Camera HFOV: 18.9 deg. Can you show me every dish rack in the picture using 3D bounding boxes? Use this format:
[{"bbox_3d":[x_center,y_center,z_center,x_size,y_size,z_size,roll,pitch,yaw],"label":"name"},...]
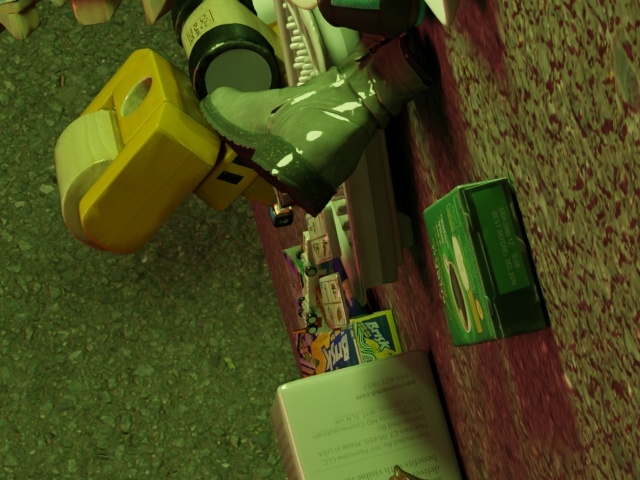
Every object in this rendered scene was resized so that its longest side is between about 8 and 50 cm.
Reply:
[{"bbox_3d":[0.019,-0.135,1.826,0.285,0.072,0.333,-112,9,-49],"label":"dish rack"}]

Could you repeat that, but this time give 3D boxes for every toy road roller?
[{"bbox_3d":[-0.114,-0.106,2.118,0.240,0.329,0.202,38,-165,-27],"label":"toy road roller"}]

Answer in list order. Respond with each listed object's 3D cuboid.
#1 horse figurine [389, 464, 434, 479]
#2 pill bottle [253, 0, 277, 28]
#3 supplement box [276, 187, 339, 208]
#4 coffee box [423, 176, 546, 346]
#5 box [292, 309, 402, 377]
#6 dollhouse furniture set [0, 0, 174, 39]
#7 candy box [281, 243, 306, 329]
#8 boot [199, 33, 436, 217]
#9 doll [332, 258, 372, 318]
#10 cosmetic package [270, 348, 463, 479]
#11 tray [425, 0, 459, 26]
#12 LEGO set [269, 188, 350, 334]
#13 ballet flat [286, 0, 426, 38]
[{"bbox_3d":[0.115,0.335,1.752,0.066,0.174,0.263,88,-179,-81],"label":"horse figurine"},{"bbox_3d":[-0.088,-0.236,2.305,0.136,0.136,0.245,-116,13,-65],"label":"pill bottle"},{"bbox_3d":[-0.020,-0.076,1.739,0.043,0.055,0.083,131,124,-85],"label":"supplement box"},{"bbox_3d":[0.116,0.019,1.393,0.184,0.040,0.113,127,129,-83],"label":"coffee box"},{"bbox_3d":[0.030,0.119,2.197,0.169,0.054,0.059,-17,86,65],"label":"box"},{"bbox_3d":[-0.322,-0.507,2.977,0.394,0.362,0.256,-55,-43,-56],"label":"dollhouse furniture set"},{"bbox_3d":[0.011,0.108,2.550,0.165,0.070,0.196,-133,30,-78],"label":"candy box"},{"bbox_3d":[0.003,-0.116,1.580,0.083,0.161,0.246,45,177,-27],"label":"boot"},{"bbox_3d":[0.043,0.085,2.291,0.129,0.046,0.189,81,173,-50],"label":"doll"},{"bbox_3d":[0.083,0.357,1.968,0.230,0.161,0.453,109,146,-80],"label":"cosmetic package"},{"bbox_3d":[0.057,-0.259,1.337,0.270,0.030,0.145,-114,12,-62],"label":"tray"},{"bbox_3d":[0.000,0.000,1.908,0.244,0.060,0.182,155,103,-76],"label":"LEGO set"},{"bbox_3d":[0.011,-0.223,1.540,0.280,0.096,0.095,-123,31,-73],"label":"ballet flat"}]
